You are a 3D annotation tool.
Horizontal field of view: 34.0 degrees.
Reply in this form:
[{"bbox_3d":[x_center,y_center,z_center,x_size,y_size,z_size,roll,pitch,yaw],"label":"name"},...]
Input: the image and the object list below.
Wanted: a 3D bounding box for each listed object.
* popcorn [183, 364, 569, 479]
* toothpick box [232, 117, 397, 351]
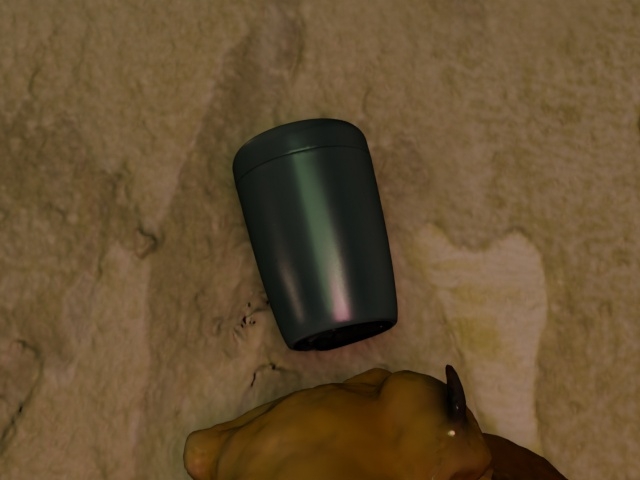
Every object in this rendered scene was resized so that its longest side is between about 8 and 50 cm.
[{"bbox_3d":[0.055,0.209,0.742,0.315,0.281,0.297,9,31,-16],"label":"popcorn"},{"bbox_3d":[0.000,0.000,0.890,0.120,0.120,0.184,-13,75,-4],"label":"toothpick box"}]
